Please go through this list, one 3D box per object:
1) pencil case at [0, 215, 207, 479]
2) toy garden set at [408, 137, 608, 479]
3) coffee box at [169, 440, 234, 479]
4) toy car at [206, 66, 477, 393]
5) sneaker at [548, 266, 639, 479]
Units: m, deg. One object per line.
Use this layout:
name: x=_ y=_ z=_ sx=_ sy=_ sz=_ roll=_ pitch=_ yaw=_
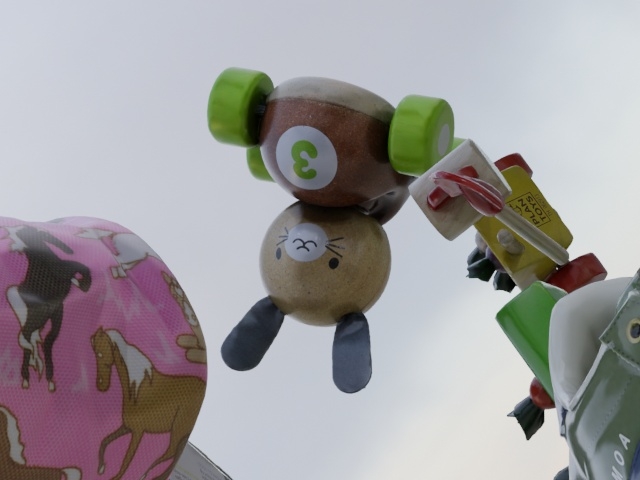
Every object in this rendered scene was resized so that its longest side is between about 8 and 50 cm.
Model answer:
pencil case: x=-0.216 y=0.045 z=0.728 sx=0.386 sy=0.167 sz=0.160 roll=10 pitch=-61 yaw=-50
toy garden set: x=0.096 y=0.046 z=0.773 sx=0.049 sy=0.204 sz=0.244 roll=-38 pitch=-17 yaw=11
coffee box: x=-0.111 y=0.275 z=1.178 sx=0.168 sy=0.297 sz=0.119 roll=-27 pitch=-39 yaw=12
toy car: x=0.000 y=0.000 z=1.293 sx=0.149 sy=0.155 sz=0.188 roll=44 pitch=-121 yaw=-65
sneaker: x=0.088 y=0.035 z=0.392 sx=0.064 sy=0.086 sz=0.192 roll=-17 pitch=-4 yaw=-13
